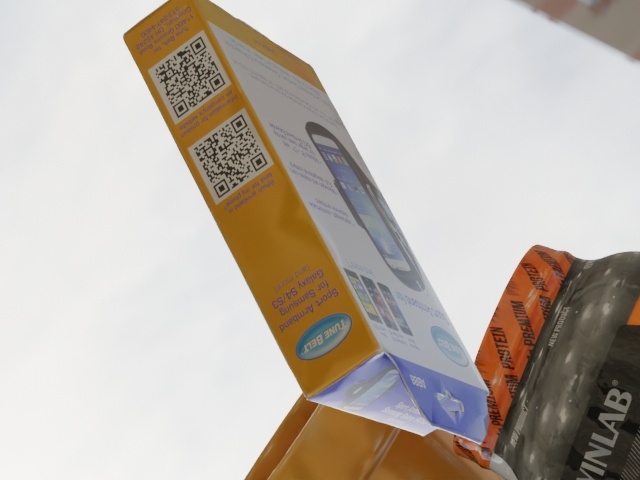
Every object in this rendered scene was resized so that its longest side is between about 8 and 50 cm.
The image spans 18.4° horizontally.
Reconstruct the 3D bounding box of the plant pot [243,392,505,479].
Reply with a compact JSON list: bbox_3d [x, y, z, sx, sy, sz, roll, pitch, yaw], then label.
[{"bbox_3d":[0.054,0.196,1.516,0.205,0.188,0.205,-55,-178,3],"label":"plant pot"}]

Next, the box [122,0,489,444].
[{"bbox_3d":[0.000,0.000,0.545,0.028,0.081,0.136,-32,-114,16],"label":"box"}]

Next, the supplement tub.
[{"bbox_3d":[0.277,0.135,1.359,0.338,0.207,0.207,20,-90,14],"label":"supplement tub"}]
